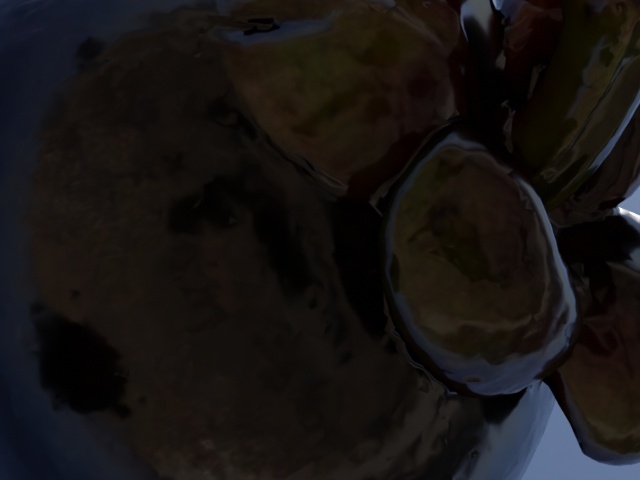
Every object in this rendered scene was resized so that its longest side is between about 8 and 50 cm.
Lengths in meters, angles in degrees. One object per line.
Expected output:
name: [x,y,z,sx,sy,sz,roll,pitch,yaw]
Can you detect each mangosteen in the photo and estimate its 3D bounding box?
mangosteen: [0.000,0.000,0.989,0.435,0.382,0.382,-20,-77,14]
